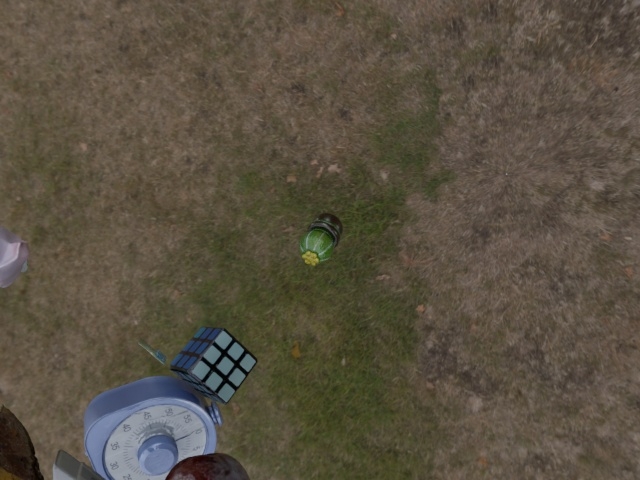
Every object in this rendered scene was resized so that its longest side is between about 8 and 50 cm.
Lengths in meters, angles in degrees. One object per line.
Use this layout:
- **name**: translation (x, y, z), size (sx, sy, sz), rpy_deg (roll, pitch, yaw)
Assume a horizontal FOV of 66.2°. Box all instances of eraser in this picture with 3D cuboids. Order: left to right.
- **eraser**: translation (-0.478, 0.612, 1.116), size (0.061, 0.089, 0.352), rpy_deg (-47, 107, -13)

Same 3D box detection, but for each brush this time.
- **brush**: translation (-0.344, 0.227, 1.010), size (0.013, 0.016, 0.083), rpy_deg (-26, 127, 12)

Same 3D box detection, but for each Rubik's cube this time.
- **Rubik's cube**: translation (-0.313, 0.360, 1.438), size (0.163, 0.162, 0.161), rpy_deg (47, 150, -22)

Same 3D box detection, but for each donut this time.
- **donut**: translation (-0.516, 0.397, 0.769), size (0.112, 0.295, 0.151), rpy_deg (-40, 110, -9)

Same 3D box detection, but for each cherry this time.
- **cherry**: translation (-0.262, 0.643, 1.187), size (0.203, 0.230, 0.300), rpy_deg (-48, 56, -3)

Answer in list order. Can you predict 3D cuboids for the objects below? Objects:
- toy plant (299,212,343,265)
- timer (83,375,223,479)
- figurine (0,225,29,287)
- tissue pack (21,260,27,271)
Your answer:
- **toy plant**: translation (0.000, 0.000, 1.291), size (0.093, 0.162, 0.092), rpy_deg (13, 130, 16)
- **timer**: translation (-0.476, 0.588, 1.456), size (0.395, 0.173, 0.394), rpy_deg (-8, 110, -22)
- **figurine**: translation (-0.720, 0.011, 0.956), size (0.276, 0.200, 0.133), rpy_deg (18, 124, -19)
- **tissue pack**: translation (-0.996, 0.055, 1.454), size (0.230, 0.159, 0.145), rpy_deg (23, 117, 33)
